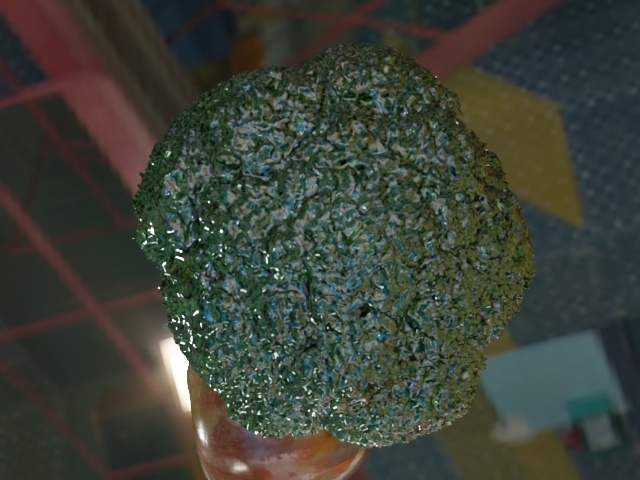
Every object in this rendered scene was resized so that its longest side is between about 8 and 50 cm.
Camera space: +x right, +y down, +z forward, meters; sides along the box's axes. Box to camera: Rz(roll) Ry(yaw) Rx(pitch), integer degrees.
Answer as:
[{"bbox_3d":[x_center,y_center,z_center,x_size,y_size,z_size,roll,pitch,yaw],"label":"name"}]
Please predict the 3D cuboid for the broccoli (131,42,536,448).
[{"bbox_3d":[0.000,0.000,1.452,0.297,0.297,0.298,-168,60,-74],"label":"broccoli"}]

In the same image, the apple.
[{"bbox_3d":[-0.038,0.161,1.929,0.188,0.173,0.188,172,90,-85],"label":"apple"}]
